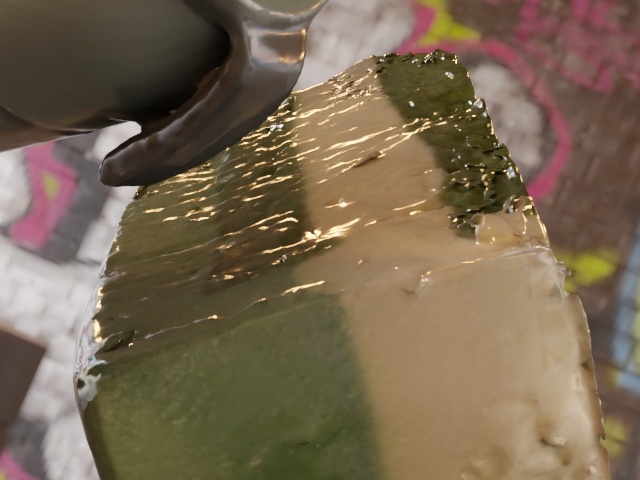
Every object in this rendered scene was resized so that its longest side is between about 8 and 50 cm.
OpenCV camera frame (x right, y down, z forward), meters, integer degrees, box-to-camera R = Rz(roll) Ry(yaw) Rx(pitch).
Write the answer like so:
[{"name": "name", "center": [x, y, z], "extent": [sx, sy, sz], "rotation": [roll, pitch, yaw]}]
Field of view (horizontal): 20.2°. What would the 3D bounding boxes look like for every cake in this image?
[{"name": "cake", "center": [0.000, -0.003, 0.629], "extent": [0.158, 0.284, 0.172], "rotation": [-13, -40, 4]}]

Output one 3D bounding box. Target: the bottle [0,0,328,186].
[{"name": "bottle", "center": [-0.102, -0.050, 0.448], "extent": [0.253, 0.096, 0.079], "rotation": [-10, -3, 42]}]
